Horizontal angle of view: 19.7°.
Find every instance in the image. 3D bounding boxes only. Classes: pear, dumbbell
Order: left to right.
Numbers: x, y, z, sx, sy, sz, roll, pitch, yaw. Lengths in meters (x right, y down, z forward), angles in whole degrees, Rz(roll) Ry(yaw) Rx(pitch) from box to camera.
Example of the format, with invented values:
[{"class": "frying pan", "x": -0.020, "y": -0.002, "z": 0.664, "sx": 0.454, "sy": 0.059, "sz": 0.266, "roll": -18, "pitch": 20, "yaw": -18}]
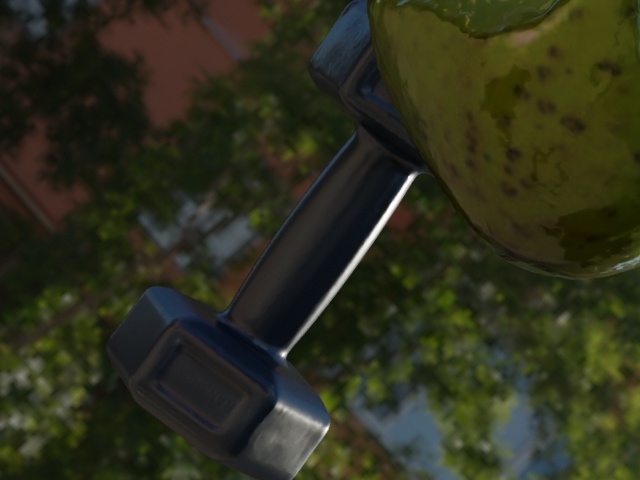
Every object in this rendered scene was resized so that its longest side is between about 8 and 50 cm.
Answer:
[{"class": "dumbbell", "x": 0.000, "y": 0.000, "z": 1.234, "sx": 0.144, "sy": 0.316, "sz": 0.156, "roll": 38, "pitch": 4, "yaw": 35}, {"class": "pear", "x": 0.109, "y": -0.126, "z": 0.827, "sx": 0.176, "sy": 0.281, "sz": 0.286, "roll": 12, "pitch": -2, "yaw": -32}]
